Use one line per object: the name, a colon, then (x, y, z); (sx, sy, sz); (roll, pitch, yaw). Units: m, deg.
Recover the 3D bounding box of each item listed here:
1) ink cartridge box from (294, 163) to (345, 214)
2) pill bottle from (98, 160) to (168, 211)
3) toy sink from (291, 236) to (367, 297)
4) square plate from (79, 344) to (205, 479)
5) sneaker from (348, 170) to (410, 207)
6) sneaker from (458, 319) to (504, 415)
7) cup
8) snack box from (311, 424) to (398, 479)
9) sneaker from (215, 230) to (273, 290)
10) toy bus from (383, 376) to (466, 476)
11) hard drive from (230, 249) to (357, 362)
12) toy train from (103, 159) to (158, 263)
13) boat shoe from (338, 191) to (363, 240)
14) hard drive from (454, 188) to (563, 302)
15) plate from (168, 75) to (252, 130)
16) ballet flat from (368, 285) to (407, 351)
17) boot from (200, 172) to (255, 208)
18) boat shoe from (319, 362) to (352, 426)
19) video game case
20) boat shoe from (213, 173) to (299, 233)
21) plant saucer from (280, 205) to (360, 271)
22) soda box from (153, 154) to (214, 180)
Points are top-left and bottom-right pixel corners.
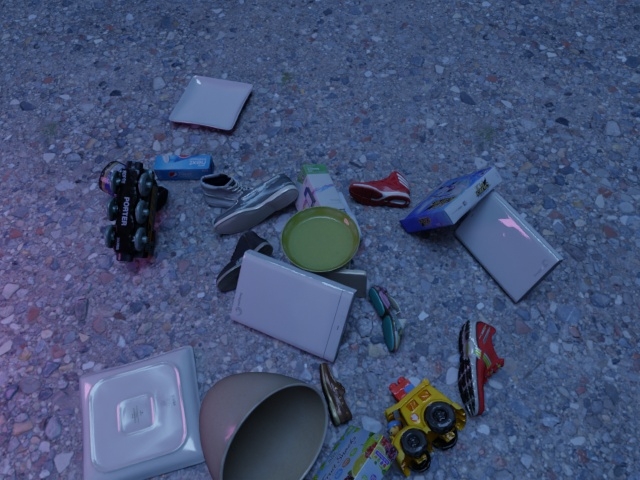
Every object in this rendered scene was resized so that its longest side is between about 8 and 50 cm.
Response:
ink cartridge box: (-0.011, -0.133, 1.748); (0.093, 0.154, 0.212); (-6, 55, -27)
pill bottle: (-0.668, -0.190, 1.837); (0.219, 0.123, 0.123); (25, 61, 4)
toy sink: (0.034, 0.081, 1.619); (0.234, 0.153, 0.131); (4, 57, 6)
square plate: (-0.512, 0.493, 1.445); (0.343, 0.049, 0.347); (-15, 58, -6)
sneaker: (0.215, -0.192, 1.839); (0.221, 0.087, 0.128); (14, 50, -3)
sneaker: (0.464, 0.358, 1.452); (0.118, 0.107, 0.279); (11, 61, -1)
cup: (-0.177, 0.473, 1.315); (0.237, 0.331, 0.331); (20, 57, 45)
snack box: (0.076, 0.580, 1.283); (0.070, 0.174, 0.207); (47, 66, -10)
sneaker: (-0.270, 0.068, 1.700); (0.222, 0.083, 0.118); (-40, 45, -13)
toy bus: (0.245, 0.479, 1.369); (0.220, 0.149, 0.211); (-36, 49, -15)
hard drive: (-0.088, 0.193, 1.528); (0.352, 0.233, 0.047); (20, 19, 15)
toy train: (-0.612, -0.091, 1.681); (0.142, 0.190, 0.334); (4, 87, 1)
boat shoe: (0.079, -0.072, 1.769); (0.075, 0.083, 0.226); (-24, 47, 1)
hard drive: (0.581, 0.015, 1.611); (0.040, 0.203, 0.308); (-8, 51, -39)
plate: (-0.448, -0.563, 2.122); (0.277, 0.045, 0.277); (11, 58, 10)
ballet flat: (0.216, 0.232, 1.567); (0.079, 0.077, 0.222); (-4, 55, -23)
boot: (-0.300, -0.172, 1.815); (0.258, 0.123, 0.095); (3, 58, 5)
boat shoe: (0.041, 0.432, 1.450); (0.060, 0.064, 0.178); (-13, 64, -12)
video game case: (0.419, -0.130, 1.678); (0.244, 0.269, 0.061); (-40, 100, -20)
boat shoe: (-0.233, -0.128, 1.772); (0.319, 0.116, 0.099); (-28, 63, 0)
plant saucer: (0.000, 0.000, 1.562); (0.240, 0.037, 0.241); (-1, 56, 2)
soda box: (-0.513, -0.275, 1.927); (0.210, 0.067, 0.071); (0, 57, 2)
